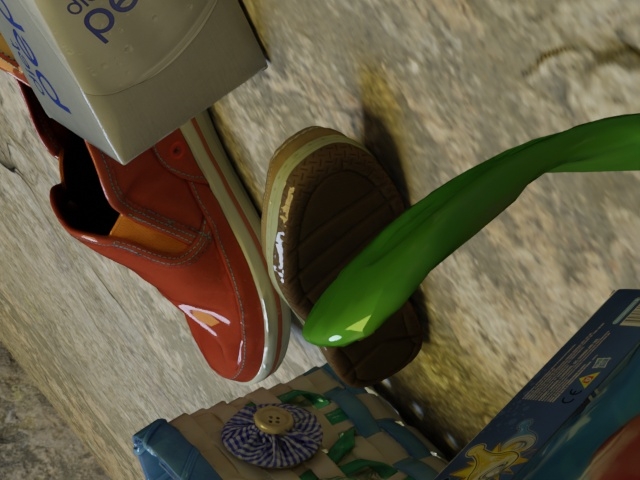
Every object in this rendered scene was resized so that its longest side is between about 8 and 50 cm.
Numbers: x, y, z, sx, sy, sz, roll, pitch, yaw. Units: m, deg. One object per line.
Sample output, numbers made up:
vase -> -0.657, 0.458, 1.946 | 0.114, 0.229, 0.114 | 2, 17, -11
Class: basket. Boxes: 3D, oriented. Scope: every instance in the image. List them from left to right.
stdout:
basket -> -0.044, 0.213, 0.942 | 0.255, 0.289, 0.201 | 39, 158, 41

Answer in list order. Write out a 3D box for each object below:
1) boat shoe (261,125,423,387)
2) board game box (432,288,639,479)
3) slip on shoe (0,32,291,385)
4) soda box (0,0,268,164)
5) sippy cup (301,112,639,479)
boat shoe -> 0.000, 0.000, 0.802 | 0.072, 0.068, 0.190 | 58, 169, 33
board game box -> 0.082, 0.129, 0.565 | 0.035, 0.201, 0.136 | 0, 125, 54
slip on shoe -> -0.107, -0.028, 0.981 | 0.123, 0.101, 0.331 | 37, 158, 43
soda box -> -0.133, -0.180, 0.756 | 0.098, 0.091, 0.286 | 31, 152, 53
sippy cup -> 0.117, 0.135, 0.440 | 0.305, 0.224, 0.240 | 46, 162, 29
